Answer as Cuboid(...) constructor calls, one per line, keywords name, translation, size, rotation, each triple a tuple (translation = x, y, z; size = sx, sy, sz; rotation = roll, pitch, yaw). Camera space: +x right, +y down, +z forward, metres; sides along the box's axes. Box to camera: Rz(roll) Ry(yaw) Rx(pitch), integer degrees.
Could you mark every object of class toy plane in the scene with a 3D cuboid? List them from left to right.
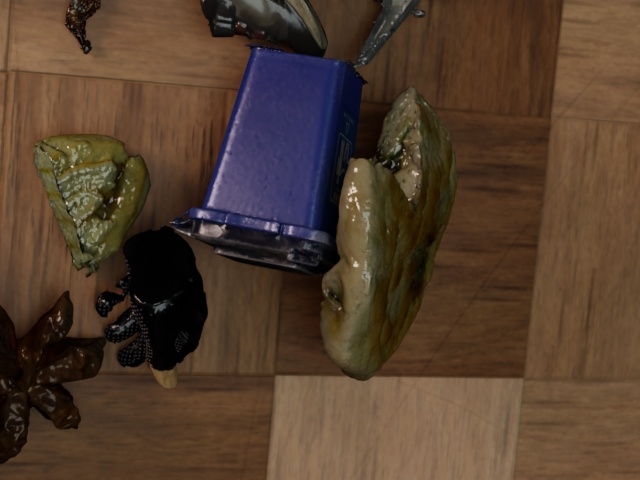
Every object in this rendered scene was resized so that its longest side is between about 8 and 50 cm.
Cuboid(name="toy plane", translation=(0.084, -0.307, 1.556), size=(0.226, 0.058, 0.225), rotation=(5, 85, -23))

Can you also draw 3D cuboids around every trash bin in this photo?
Cuboid(name="trash bin", translation=(-0.046, -0.088, 1.484), size=(0.184, 0.162, 0.234), rotation=(11, 86, 14))

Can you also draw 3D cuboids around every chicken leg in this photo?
Cuboid(name="chicken leg", translation=(-0.262, -0.247, 1.467), size=(0.036, 0.021, 0.083), rotation=(9, 95, -29))

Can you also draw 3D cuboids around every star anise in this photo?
Cuboid(name="star anise", translation=(-0.329, 0.150, 1.458), size=(0.196, 0.111, 0.212), rotation=(-45, 136, 14))

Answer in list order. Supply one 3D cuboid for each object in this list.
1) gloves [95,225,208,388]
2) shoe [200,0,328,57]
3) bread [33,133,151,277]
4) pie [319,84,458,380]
Cuboid(name="gloves", translation=(-0.176, 0.083, 1.491), size=(0.106, 0.180, 0.129), rotation=(-37, 63, -26))
Cuboid(name="shoe", translation=(-0.092, -0.273, 1.488), size=(0.112, 0.099, 0.227), rotation=(-41, 104, -2))
Cuboid(name="bread", translation=(-0.240, -0.049, 1.468), size=(0.110, 0.103, 0.156), rotation=(-24, 110, -26))
Cuboid(name="pie", translation=(0.080, 0.002, 1.498), size=(0.075, 0.337, 0.337), rotation=(12, 95, 19))
